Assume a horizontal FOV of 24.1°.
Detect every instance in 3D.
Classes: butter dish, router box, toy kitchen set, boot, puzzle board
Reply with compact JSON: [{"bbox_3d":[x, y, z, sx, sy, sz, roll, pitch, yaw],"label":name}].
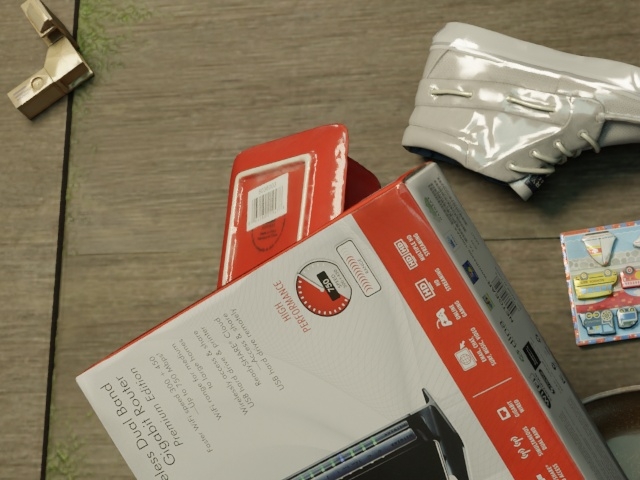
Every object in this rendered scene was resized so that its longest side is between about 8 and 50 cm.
[{"bbox_3d":[0.000,0.000,1.225,0.160,0.118,0.160,-12,68,52],"label":"butter dish"},{"bbox_3d":[0.037,0.163,1.071,0.301,0.082,0.335,-31,92,24],"label":"router box"},{"bbox_3d":[-0.262,-0.171,1.343,0.075,0.068,0.083,-36,71,0],"label":"toy kitchen set"},{"bbox_3d":[0.196,-0.086,1.226,0.258,0.095,0.123,18,85,24],"label":"boot"},{"bbox_3d":[0.264,0.029,1.213,0.128,0.011,0.096,-9,74,8],"label":"puzzle board"}]

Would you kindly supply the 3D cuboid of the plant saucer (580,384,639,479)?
[{"bbox_3d":[0.260,0.265,1.131,0.310,0.050,0.311,-3,75,11],"label":"plant saucer"}]
